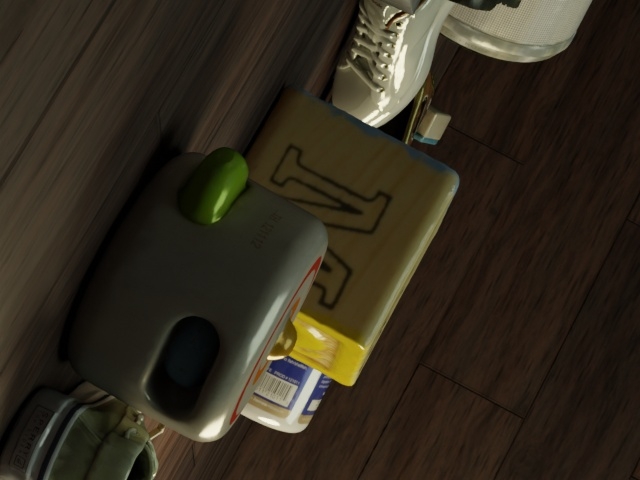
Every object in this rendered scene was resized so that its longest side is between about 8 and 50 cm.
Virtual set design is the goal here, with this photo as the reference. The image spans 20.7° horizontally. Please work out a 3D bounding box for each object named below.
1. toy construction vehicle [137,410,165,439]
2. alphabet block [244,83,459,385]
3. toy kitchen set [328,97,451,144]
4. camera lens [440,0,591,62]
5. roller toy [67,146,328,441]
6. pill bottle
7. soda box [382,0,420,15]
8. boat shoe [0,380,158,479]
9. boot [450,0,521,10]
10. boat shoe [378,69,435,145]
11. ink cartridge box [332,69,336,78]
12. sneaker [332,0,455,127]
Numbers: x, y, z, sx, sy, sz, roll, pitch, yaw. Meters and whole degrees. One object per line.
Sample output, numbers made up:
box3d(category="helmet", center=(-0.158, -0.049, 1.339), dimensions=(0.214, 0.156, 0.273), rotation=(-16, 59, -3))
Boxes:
box3d(category="toy construction vehicle", center=(-0.162, 0.158, 1.823), dimensions=(0.098, 0.035, 0.086), rotation=(-57, 173, -48))
box3d(category="alphabet block", center=(0.000, 0.000, 1.706), dimensions=(0.197, 0.193, 0.192), rotation=(-61, 174, -17))
box3d(category="toy kitchen set", center=(0.039, -0.119, 2.165), dimensions=(0.166, 0.122, 0.207), rotation=(-63, 155, 11))
box3d(category="camera lens", center=(0.229, -0.356, 1.975), dimensions=(0.274, 0.219, 0.219), rotation=(-65, 174, 35))
box3d(category="roller toy", center=(-0.084, 0.046, 1.304), dimensions=(0.191, 0.146, 0.209), rotation=(-61, 176, -12))
box3d(category="pill bottle", center=(-0.029, 0.098, 2.226), dimensions=(0.265, 0.153, 0.153), rotation=(-62, 176, 5))
box3d(category="soda box", center=(0.051, -0.255, 1.375), dimensions=(0.098, 0.091, 0.286), rotation=(-64, 176, 2))
box3d(category="boat shoe", center=(-0.177, 0.175, 1.369), dimensions=(0.109, 0.094, 0.302), rotation=(-62, 176, -3))
box3d(category="boot", center=(0.148, -0.264, 1.429), dimensions=(0.198, 0.077, 0.137), rotation=(-55, 164, -74))
box3d(category="boat shoe", center=(0.027, -0.080, 1.982), dimensions=(0.307, 0.110, 0.104), rotation=(-63, -177, -3))
box3d(category="ink cartridge box", center=(0.047, -0.219, 1.967), dimensions=(0.083, 0.028, 0.048), rotation=(-65, 175, 34))
box3d(category="sneaker", center=(0.066, -0.235, 1.837), dimensions=(0.123, 0.106, 0.290), rotation=(-13, 141, -48))
